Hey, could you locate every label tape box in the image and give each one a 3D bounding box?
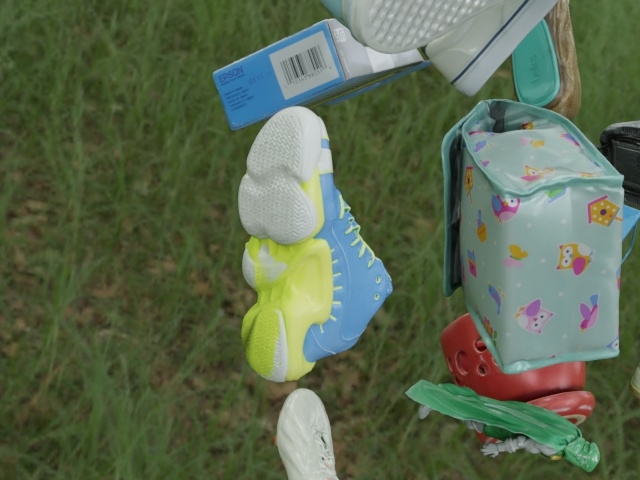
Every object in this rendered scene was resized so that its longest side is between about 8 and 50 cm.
[{"bbox_3d":[0.017,-0.293,1.785,0.241,0.105,0.334,-18,4,34],"label":"label tape box"}]

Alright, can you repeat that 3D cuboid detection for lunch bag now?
[{"bbox_3d":[0.216,-0.017,1.166,0.160,0.223,0.262,-9,27,-7],"label":"lunch bag"}]

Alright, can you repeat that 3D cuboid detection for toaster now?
[{"bbox_3d":[0.532,-0.121,1.631,0.147,0.129,0.227,-11,16,-20],"label":"toaster"}]

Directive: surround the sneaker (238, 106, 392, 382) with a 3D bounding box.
[{"bbox_3d":[0.000,0.000,0.899,0.126,0.240,0.091,-10,30,-35],"label":"sneaker"}]

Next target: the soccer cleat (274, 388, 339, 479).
[{"bbox_3d":[-0.007,0.242,1.091,0.068,0.076,0.196,18,58,-29],"label":"soccer cleat"}]

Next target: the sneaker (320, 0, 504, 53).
[{"bbox_3d":[0.151,-0.305,1.011,0.366,0.135,0.150,-24,48,-21],"label":"sneaker"}]

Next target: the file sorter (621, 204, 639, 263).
[{"bbox_3d":[0.531,-0.017,2.123,0.170,0.104,0.118,24,50,28],"label":"file sorter"}]

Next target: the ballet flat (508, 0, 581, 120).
[{"bbox_3d":[0.325,-0.322,1.555,0.124,0.116,0.342,19,58,-51],"label":"ballet flat"}]

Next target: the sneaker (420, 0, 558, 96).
[{"bbox_3d":[0.207,-0.275,1.156,0.091,0.258,0.094,37,24,-5],"label":"sneaker"}]

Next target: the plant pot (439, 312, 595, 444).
[{"bbox_3d":[0.281,0.184,1.481,0.191,0.191,0.174,-1,61,-33],"label":"plant pot"}]

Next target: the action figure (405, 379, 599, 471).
[{"bbox_3d":[0.231,0.227,1.289,0.232,0.063,0.137,15,11,41],"label":"action figure"}]

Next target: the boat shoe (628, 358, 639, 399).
[{"bbox_3d":[0.421,0.154,1.189,0.153,0.048,0.056,5,25,-11],"label":"boat shoe"}]
